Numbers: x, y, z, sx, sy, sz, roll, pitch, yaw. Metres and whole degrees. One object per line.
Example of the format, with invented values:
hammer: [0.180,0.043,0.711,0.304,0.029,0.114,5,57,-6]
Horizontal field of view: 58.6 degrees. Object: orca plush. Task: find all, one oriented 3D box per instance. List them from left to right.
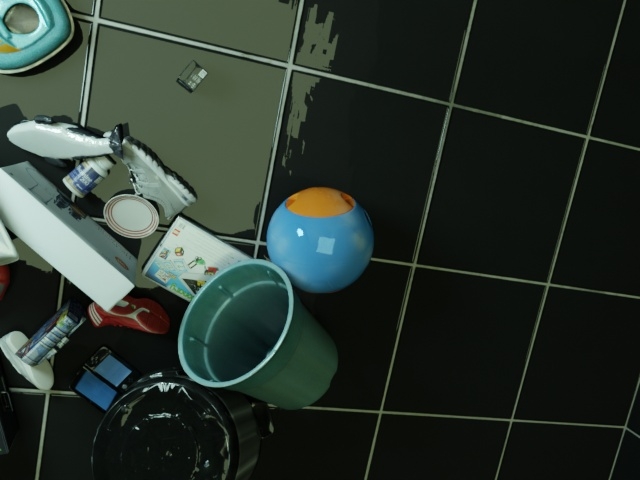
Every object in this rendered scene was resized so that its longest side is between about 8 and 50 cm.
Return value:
orca plush: [-0.612,-0.271,1.406,0.288,0.102,0.151,-4,136,15]

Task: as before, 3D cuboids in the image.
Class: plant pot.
plant pot: [-0.137,0.279,1.517,0.341,0.341,0.334,-44,135,-2]

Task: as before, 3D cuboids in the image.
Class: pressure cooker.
pressure cooker: [-0.353,0.539,1.505,0.370,0.420,0.375,25,82,12]

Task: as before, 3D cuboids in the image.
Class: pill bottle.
pill bottle: [-0.589,-0.171,1.458,0.120,0.067,0.067,-43,109,-3]

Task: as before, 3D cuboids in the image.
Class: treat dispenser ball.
treat dispenser ball: [0.000,0.000,1.536,0.289,0.288,0.287,-3,103,-14]

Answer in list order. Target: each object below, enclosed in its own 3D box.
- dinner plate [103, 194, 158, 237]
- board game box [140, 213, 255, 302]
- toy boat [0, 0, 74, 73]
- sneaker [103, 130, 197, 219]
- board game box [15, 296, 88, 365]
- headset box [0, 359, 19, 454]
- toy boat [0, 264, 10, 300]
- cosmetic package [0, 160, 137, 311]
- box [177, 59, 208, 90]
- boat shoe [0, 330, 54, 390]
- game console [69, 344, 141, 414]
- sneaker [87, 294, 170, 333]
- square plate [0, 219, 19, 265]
dinner plate: [-0.499,-0.066,1.509,0.141,0.017,0.141,-1,127,-1]
board game box: [-0.314,0.087,1.594,0.305,0.053,0.192,33,93,-19]
toy boat: [-0.744,-0.544,1.293,0.268,0.148,0.318,-33,108,-6]
sneaker: [-0.456,-0.165,1.476,0.115,0.105,0.281,-45,106,4]
board game box: [-0.687,0.251,1.447,0.194,0.194,0.060,-46,110,-7]
headset box: [-0.942,0.438,1.462,0.283,0.131,0.246,-9,105,-14]
toy boat: [-0.895,0.091,1.388,0.231,0.151,0.150,24,95,-19]
cosmetic package: [-0.613,-0.019,1.371,0.097,0.284,0.377,-44,109,-2]
box: [-0.328,-0.421,1.464,0.052,0.083,0.062,40,89,-20]
boat shoe: [-0.786,0.326,1.520,0.063,0.066,0.184,-19,115,24]
game console: [-0.587,0.384,1.569,0.124,0.085,0.144,-45,109,-2]
sneaker: [-0.530,0.205,1.563,0.128,0.086,0.221,-20,138,32]
square plate: [-0.837,-0.073,1.199,0.344,0.049,0.346,-14,106,25]
